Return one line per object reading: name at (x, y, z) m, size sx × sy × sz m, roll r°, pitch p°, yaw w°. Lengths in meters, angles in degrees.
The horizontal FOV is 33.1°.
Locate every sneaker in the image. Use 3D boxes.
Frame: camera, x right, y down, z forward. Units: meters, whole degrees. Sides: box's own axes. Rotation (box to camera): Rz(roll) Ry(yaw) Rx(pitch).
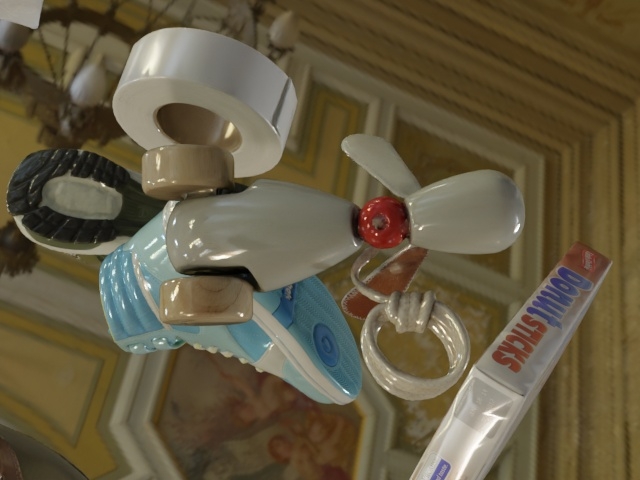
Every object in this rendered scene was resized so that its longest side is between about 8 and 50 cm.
sneaker at (-0.112, 0.094, 1.211) m, size 0.319 × 0.208 × 0.127 m, roll 49°, pitch -151°, yaw -22°
sneaker at (-0.205, -0.001, 1.437) m, size 0.411 × 0.182 × 0.158 m, roll 19°, pitch -110°, yaw -5°

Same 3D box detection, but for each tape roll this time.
tape roll at (-0.183, -0.216, 1.732) m, size 0.286 × 0.286 × 0.100 m, roll 23°, pitch -117°, yaw -15°

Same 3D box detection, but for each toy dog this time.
toy dog at (0.000, 0.000, 0.969) m, size 0.334 × 0.161 × 0.220 m, roll 16°, pitch -93°, yaw 7°

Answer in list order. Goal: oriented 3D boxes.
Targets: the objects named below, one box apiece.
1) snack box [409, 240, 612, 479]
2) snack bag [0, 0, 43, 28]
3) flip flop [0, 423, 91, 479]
snack box at (0.077, 0.050, 0.418) m, size 0.022 × 0.064 × 0.178 m, roll 30°, pitch -158°, yaw 15°
snack bag at (-0.564, -0.405, 1.590) m, size 0.323 × 0.342 × 0.037 m, roll 9°, pitch -102°, yaw -19°
flip flop at (-0.203, 0.113, 0.542) m, size 0.112 × 0.080 × 0.277 m, roll -40°, pitch -78°, yaw -12°
